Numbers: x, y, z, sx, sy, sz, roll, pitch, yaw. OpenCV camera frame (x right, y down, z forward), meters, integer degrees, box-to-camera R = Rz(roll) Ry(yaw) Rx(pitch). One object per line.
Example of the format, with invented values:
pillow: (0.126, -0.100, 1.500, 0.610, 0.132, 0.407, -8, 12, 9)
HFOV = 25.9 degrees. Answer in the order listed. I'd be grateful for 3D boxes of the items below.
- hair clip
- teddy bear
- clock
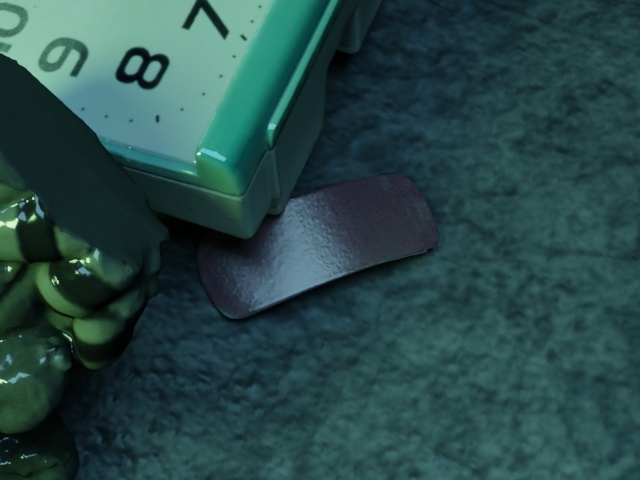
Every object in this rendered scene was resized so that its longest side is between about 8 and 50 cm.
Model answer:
hair clip: (0.000, 0.000, 0.763, 0.137, 0.022, 0.054, -19, 73, -16)
teddy bear: (-0.165, 0.050, 0.627, 0.171, 0.251, 0.144, 27, 22, -20)
clock: (-0.088, -0.142, 0.763, 0.231, 0.116, 0.262, 17, 63, 14)
